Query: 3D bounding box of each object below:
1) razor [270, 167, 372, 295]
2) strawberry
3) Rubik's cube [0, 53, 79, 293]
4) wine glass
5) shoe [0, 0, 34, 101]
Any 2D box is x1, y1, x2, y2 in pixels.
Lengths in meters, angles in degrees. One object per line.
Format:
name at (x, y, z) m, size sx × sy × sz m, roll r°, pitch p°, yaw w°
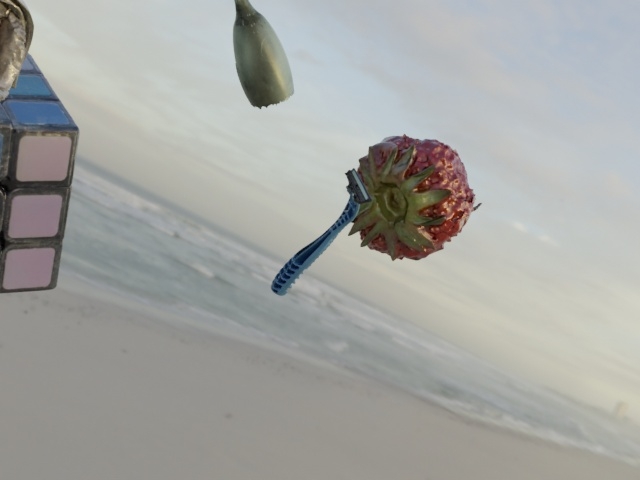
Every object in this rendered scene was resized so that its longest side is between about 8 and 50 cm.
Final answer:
razor at (0.000, 0.000, 1.467) m, size 0.042 × 0.253 × 0.082 m, roll 21°, pitch 30°, yaw -39°
strawberry at (0.225, -0.098, 1.917) m, size 0.292 × 0.292 × 0.343 m, roll 25°, pitch 23°, yaw 29°
Rubik's cube at (-0.657, -0.129, 1.582) m, size 0.359 × 0.362 × 0.363 m, roll -3°, pitch 30°, yaw -36°
wine glass at (-0.194, -0.388, 1.554) m, size 0.264 × 0.096 × 0.309 m, roll 7°, pitch -52°, yaw 36°
shoe at (-0.483, -0.302, 1.225) m, size 0.198 × 0.350 × 0.172 m, roll 0°, pitch -27°, yaw 20°
